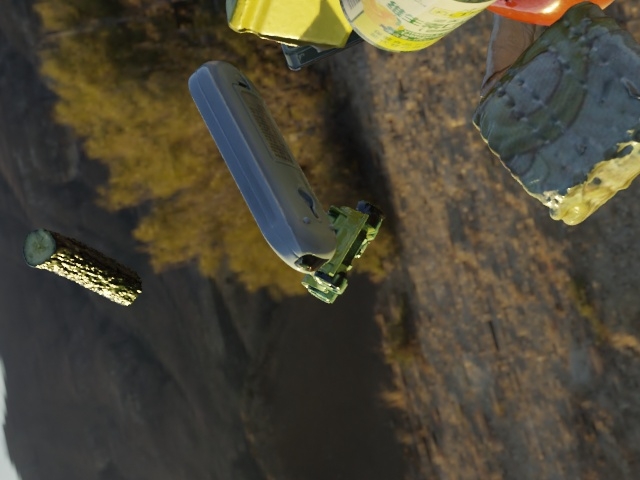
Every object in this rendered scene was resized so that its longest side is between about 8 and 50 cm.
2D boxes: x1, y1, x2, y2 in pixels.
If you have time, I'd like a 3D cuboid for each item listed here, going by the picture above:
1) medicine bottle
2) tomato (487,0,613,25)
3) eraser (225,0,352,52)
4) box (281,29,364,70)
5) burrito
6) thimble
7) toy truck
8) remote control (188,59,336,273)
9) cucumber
[{"bbox_3d":[0.120,-0.284,1.064,0.293,0.141,0.141,162,95,-74],"label":"medicine bottle"},{"bbox_3d":[0.284,-0.394,1.357,0.255,0.224,0.256,6,97,54],"label":"tomato"},{"bbox_3d":[-0.012,-0.336,1.300,0.226,0.157,0.069,117,150,-47],"label":"eraser"},{"bbox_3d":[0.005,-0.283,1.457,0.091,0.126,0.031,-103,-13,-47],"label":"box"},{"bbox_3d":[0.309,-0.318,1.804,0.059,0.082,0.275,115,175,-54],"label":"burrito"},{"bbox_3d":[0.221,-0.103,0.906,0.137,0.143,0.190,39,-163,-20],"label":"thimble"},{"bbox_3d":[0.002,0.002,1.634,0.135,0.128,0.259,30,170,5],"label":"toy truck"},{"bbox_3d":[-0.054,-0.076,1.038,0.087,0.047,0.244,19,-142,-59],"label":"remote control"},{"bbox_3d":[-0.310,0.034,1.416,0.187,0.058,0.058,35,-150,-55],"label":"cucumber"}]
